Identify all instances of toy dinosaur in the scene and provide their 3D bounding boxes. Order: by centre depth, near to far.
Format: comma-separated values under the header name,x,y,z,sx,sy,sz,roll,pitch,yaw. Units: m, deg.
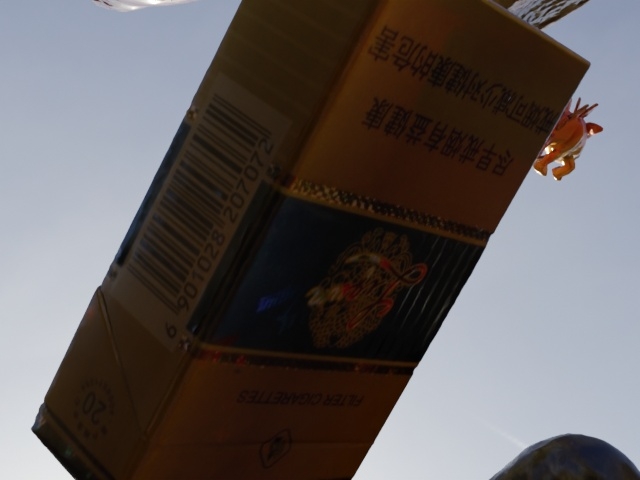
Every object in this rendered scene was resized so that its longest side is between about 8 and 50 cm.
name,x,y,z,sx,sy,sz,roll,pitch,yaw
toy dinosaur,0.323,-0.142,1.504,0.117,0.070,0.288,-52,-15,11

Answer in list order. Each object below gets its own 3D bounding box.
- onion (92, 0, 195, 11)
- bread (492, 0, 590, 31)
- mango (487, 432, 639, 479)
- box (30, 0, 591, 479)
name,x,y,z,sx,sy,sz,roll,pitch,yaw
onion,-0.157,-0.268,0.872,0.248,0.161,0.248,21,1,0
bread,0.214,-0.305,1.240,0.244,0.134,0.244,-27,-12,-6
mango,0.083,0.265,0.664,0.329,0.175,0.176,-46,-52,-2
box,0.000,0.000,0.472,0.152,0.070,0.237,11,-67,-52
